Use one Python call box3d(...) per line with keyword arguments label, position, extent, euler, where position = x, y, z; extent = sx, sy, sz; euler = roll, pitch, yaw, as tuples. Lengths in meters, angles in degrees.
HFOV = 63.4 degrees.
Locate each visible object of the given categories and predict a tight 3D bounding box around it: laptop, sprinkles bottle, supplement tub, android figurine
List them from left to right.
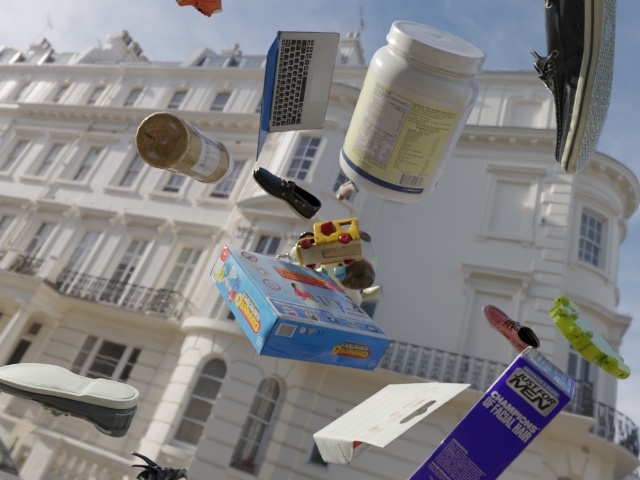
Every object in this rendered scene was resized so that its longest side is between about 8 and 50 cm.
box3d(label="sprinkles bottle", position=(-0.308, -0.209, 1.232), extent=(0.121, 0.121, 0.355), euler=(18, 2, 5))
box3d(label="laptop", position=(-0.078, -0.523, 1.860), extent=(0.236, 0.408, 0.382), euler=(49, -41, 41))
box3d(label="supplement tub", position=(0.193, -0.272, 1.114), extent=(0.235, 0.235, 0.325), euler=(20, -56, 1))
box3d(label="android figurine", position=(0.698, 0.250, 1.358), extent=(0.273, 0.248, 0.056), euler=(30, -64, -34))

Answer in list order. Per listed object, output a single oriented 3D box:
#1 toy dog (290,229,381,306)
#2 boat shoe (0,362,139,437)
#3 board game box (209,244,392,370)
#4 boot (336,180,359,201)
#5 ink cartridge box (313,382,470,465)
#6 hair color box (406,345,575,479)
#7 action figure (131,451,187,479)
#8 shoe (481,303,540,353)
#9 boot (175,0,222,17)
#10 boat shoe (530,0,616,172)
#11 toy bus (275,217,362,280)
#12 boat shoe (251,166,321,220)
box3d(label="toy dog", position=(0.068, 0.143, 1.908), extent=(0.395, 0.284, 0.408), euler=(15, -34, -8))
box3d(label="boat shoe", position=(-0.543, 0.336, 1.086), extent=(0.319, 0.099, 0.116), euler=(11, 7, 4))
box3d(label="board game box", position=(-0.049, 0.145, 1.137), extent=(0.308, 0.086, 0.302), euler=(18, 15, -37))
box3d(label="boot", position=(0.102, -0.185, 2.001), extent=(0.042, 0.118, 0.087), euler=(40, -77, -23))
box3d(label="ink cartridge box", position=(0.193, 0.491, 1.386), extent=(0.385, 0.308, 0.091), euler=(-30, -96, 60))
box3d(label="hair color box", position=(0.298, 0.352, 0.926), extent=(0.110, 0.339, 0.185), euler=(41, 13, 25))
box3d(label="action figure", position=(-0.257, 0.502, 0.946), extent=(0.164, 0.141, 0.275), euler=(3, -72, 62))
box3d(label="shoe", position=(0.541, 0.244, 1.471), extent=(0.178, 0.063, 0.081), euler=(48, -19, 12))
box3d(label="boot", position=(-0.379, -0.746, 1.636), extent=(0.059, 0.158, 0.084), euler=(23, -49, 48))
box3d(label="boat shoe", position=(0.580, -0.409, 1.204), extent=(0.156, 0.500, 0.187), euler=(6, 12, 40))
box3d(label="toy bus", position=(0.013, 0.002, 1.338), extent=(0.202, 0.104, 0.191), euler=(26, -49, -29))
box3d(label="boat shoe", position=(-0.057, -0.087, 0.896), extent=(0.133, 0.049, 0.042), euler=(36, -56, -15))
